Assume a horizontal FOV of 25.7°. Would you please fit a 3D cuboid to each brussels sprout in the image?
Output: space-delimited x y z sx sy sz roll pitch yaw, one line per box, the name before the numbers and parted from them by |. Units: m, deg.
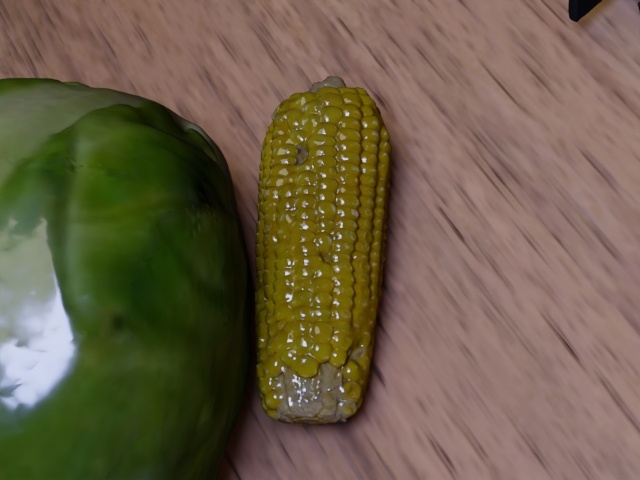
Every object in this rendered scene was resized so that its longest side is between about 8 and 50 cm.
brussels sprout | -0.175 0.045 0.902 0.276 0.314 0.371 -6 49 17

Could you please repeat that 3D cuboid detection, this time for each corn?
corn | 0.000 0.000 0.961 0.097 0.097 0.261 -8 61 23

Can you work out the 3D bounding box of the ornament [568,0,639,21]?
ornament | 0.279 -0.172 0.903 0.153 0.166 0.196 -38 65 -10
